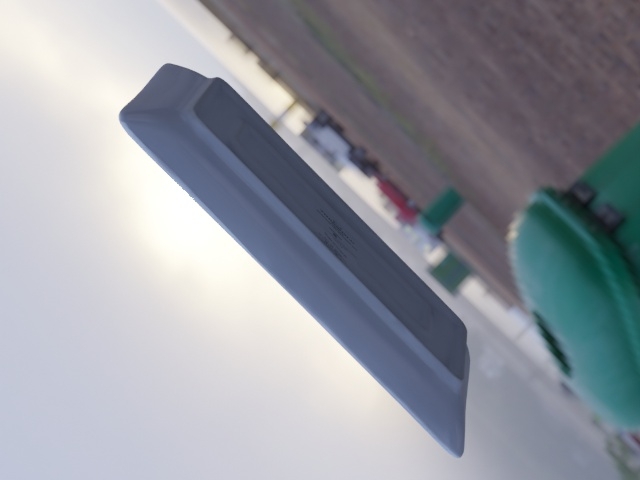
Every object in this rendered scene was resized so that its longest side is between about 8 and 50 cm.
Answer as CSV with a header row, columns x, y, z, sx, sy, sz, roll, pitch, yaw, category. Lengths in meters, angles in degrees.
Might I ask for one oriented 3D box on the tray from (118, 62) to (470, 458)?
x,y,z,sx,sy,sz,roll,pitch,yaw,category
0.000,0.000,1.001,0.270,0.030,0.145,45,-162,-8,tray
